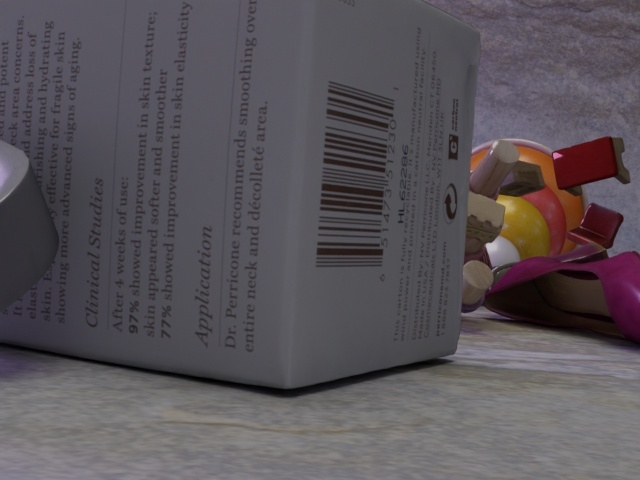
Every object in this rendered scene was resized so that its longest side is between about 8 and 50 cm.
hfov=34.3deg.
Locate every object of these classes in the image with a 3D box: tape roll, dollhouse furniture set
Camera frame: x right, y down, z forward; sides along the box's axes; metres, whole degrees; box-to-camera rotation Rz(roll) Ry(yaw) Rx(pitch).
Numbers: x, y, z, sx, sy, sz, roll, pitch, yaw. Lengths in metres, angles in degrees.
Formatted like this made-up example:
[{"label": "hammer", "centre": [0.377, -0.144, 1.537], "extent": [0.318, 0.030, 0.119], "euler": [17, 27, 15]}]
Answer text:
[{"label": "tape roll", "centre": [-0.312, 0.003, 0.770], "extent": [0.219, 0.072, 0.219], "euler": [-11, 29, 6]}, {"label": "dollhouse furniture set", "centre": [0.312, -0.032, 1.696], "extent": [0.374, 0.201, 0.152], "euler": [-15, -11, 35]}]

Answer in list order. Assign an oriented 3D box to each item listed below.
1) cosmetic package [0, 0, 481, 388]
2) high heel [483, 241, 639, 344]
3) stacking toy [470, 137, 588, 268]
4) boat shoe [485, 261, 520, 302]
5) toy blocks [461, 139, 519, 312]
[{"label": "cosmetic package", "centre": [-0.100, -0.064, 0.962], "extent": [0.393, 0.330, 0.327], "euler": [6, 3, 30]}, {"label": "high heel", "centre": [0.332, 0.093, 1.348], "extent": [0.181, 0.127, 0.377], "euler": [-24, 5, 1]}, {"label": "stacking toy", "centre": [0.384, -0.012, 2.237], "extent": [0.350, 0.351, 0.480], "euler": [5, 17, 18]}, {"label": "boat shoe", "centre": [0.325, 0.079, 1.611], "extent": [0.227, 0.081, 0.068], "euler": [12, -6, -35]}, {"label": "toy blocks", "centre": [0.083, 0.004, 1.422], "extent": [0.288, 0.309, 0.260], "euler": [20, -37, -6]}]
